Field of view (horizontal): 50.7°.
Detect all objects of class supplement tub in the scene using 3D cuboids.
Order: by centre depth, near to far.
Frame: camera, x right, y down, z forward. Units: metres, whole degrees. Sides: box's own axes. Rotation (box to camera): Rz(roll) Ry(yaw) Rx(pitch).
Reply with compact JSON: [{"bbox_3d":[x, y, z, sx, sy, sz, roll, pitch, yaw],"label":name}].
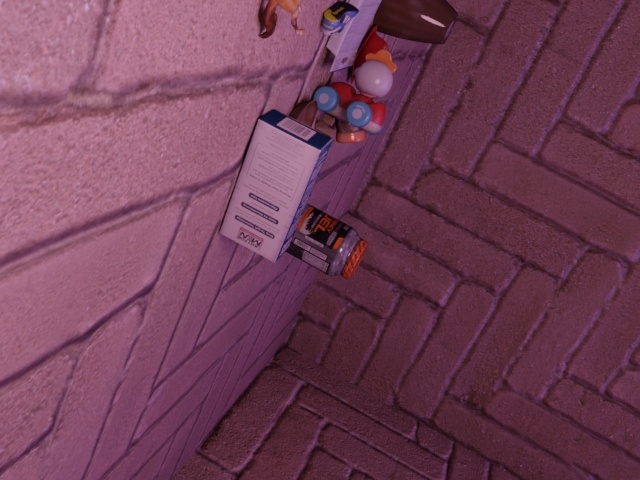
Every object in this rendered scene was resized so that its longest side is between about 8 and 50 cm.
[{"bbox_3d":[0.000,0.000,2.408,0.194,0.316,0.193,-60,173,-13],"label":"supplement tub"}]

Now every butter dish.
[{"bbox_3d":[0.179,-0.589,2.214,0.160,0.118,0.160,-59,173,-17],"label":"butter dish"}]

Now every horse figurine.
[{"bbox_3d":[-0.038,-0.502,1.285,0.263,0.066,0.174,-56,160,5],"label":"horse figurine"}]

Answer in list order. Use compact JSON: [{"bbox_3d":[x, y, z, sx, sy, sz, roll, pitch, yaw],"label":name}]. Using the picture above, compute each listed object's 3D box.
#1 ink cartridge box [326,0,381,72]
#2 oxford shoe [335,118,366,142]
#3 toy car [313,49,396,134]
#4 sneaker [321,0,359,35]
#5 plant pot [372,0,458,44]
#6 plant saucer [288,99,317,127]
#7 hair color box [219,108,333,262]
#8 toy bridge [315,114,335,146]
[{"bbox_3d":[0.085,-0.587,1.885,0.224,0.045,0.223,-64,172,25],"label":"ink cartridge box"},{"bbox_3d":[0.112,-0.431,2.329,0.364,0.130,0.133,-83,166,-72],"label":"oxford shoe"},{"bbox_3d":[0.125,-0.459,2.002,0.238,0.210,0.219,-64,165,9],"label":"toy car"},{"bbox_3d":[0.046,-0.562,1.709,0.144,0.053,0.059,-42,160,-43],"label":"sneaker"},{"bbox_3d":[0.322,-0.738,2.200,0.215,0.230,0.215,-60,173,-13],"label":"plant pot"},{"bbox_3d":[-0.070,-0.311,1.894,0.199,0.036,0.198,-59,172,-14],"label":"plant saucer"},{"bbox_3d":[-0.116,-0.134,1.710,0.347,0.174,0.105,-66,173,31],"label":"hair color box"},{"bbox_3d":[0.015,-0.357,2.175,0.026,0.063,0.188,-59,172,-12],"label":"toy bridge"}]
